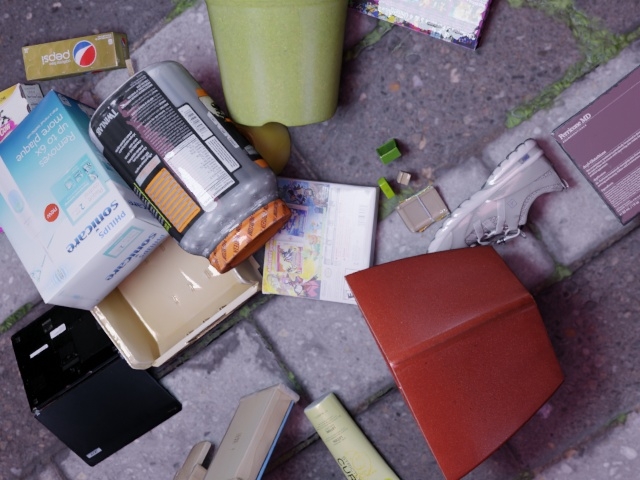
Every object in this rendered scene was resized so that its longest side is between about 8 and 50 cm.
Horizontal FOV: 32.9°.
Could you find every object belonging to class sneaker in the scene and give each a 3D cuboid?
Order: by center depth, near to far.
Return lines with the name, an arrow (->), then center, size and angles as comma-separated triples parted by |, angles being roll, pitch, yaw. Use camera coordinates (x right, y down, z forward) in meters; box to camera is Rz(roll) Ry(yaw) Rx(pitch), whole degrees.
sneaker -> 0.276, -0.030, 1.746 | 0.115, 0.105, 0.281 | 44, 106, 4

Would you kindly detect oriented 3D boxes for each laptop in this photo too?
laptop -> -0.419, 0.244, 2.017 | 0.234, 0.136, 0.264 | -33, 62, 16

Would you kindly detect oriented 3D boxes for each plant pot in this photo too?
plant pot -> 0.219, 0.162, 1.681 | 0.236, 0.267, 0.267 | -27, 121, 0
plant pot -> -0.067, -0.322, 1.744 | 0.276, 0.276, 0.254 | 4, 109, 15
plant pot -> -0.127, -0.161, 1.845 | 0.134, 0.095, 0.134 | 2, 97, 15

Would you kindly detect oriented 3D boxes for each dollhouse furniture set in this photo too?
dollhouse furniture set -> 0.145, -0.092, 1.817 | 0.076, 0.058, 0.152 | -32, 107, 9
dollhouse furniture set -> -0.056, 0.437, 1.909 | 0.303, 0.198, 0.286 | 39, 144, -18

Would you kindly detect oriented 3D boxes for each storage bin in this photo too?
storage bin -> -0.276, 0.052, 1.897 | 0.262, 0.123, 0.260 | -38, 85, 16

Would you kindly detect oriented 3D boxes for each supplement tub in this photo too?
supplement tub -> -0.202, -0.113, 1.722 | 0.193, 0.193, 0.316 | -41, 85, 16

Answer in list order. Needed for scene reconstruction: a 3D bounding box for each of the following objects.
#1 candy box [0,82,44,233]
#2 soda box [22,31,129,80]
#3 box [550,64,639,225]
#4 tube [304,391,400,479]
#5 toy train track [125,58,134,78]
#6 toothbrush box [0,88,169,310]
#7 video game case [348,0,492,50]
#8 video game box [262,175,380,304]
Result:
candy box -> -0.551, -0.150, 1.976 | 0.159, 0.071, 0.233 | -23, 90, 17
soda box -> -0.434, -0.326, 1.930 | 0.181, 0.058, 0.061 | -6, 95, 16
box -> 0.515, -0.176, 1.665 | 0.261, 0.103, 0.184 | -38, 89, 17
tube -> 0.064, 0.374, 1.878 | 0.240, 0.062, 0.070 | 56, 147, -2
toy train track -> -0.333, -0.282, 1.920 | 0.048, 0.014, 0.083 | -17, 118, -15
toothbrush box -> -0.414, -0.064, 1.805 | 0.216, 0.126, 0.295 | -42, 67, 14
video game case -> 0.175, -0.441, 1.741 | 0.232, 0.042, 0.210 | 21, 111, 12
video game box -> 0.000, 0.000, 1.855 | 0.187, 0.048, 0.205 | 7, 98, 13
